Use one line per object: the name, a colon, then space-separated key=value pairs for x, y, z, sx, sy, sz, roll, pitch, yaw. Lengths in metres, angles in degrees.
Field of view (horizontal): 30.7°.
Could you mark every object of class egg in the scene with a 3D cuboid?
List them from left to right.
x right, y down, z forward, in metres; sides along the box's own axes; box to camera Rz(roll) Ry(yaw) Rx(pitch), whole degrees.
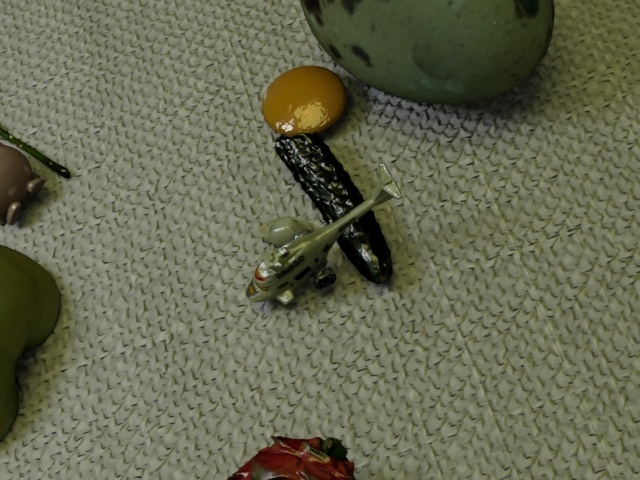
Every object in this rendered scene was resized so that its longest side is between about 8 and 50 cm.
egg: x=0.164 y=-0.388 z=1.799 sx=0.428 sy=0.345 sz=0.345 roll=30 pitch=69 yaw=24

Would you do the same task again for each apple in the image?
apple: x=-0.606 y=0.157 z=1.780 sx=0.360 sy=0.311 sz=0.320 roll=7 pitch=16 yaw=15

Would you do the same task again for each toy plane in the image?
toy plane: x=0.000 y=0.000 z=1.682 sx=0.286 sy=0.108 sz=0.092 roll=-35 pitch=62 yaw=14

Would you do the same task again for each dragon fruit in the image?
dragon fruit: x=-0.046 y=0.365 z=1.460 sx=0.192 sy=0.193 sz=0.274 roll=35 pitch=69 yaw=-2

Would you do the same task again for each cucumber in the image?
cucumber: x=0.032 y=-0.052 z=1.775 sx=0.081 sy=0.072 sz=0.303 roll=-5 pitch=51 yaw=-43

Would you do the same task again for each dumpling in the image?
dumpling: x=-0.052 y=-0.019 z=1.794 sx=0.077 sy=0.043 sz=0.059 roll=-21 pitch=37 yaw=18

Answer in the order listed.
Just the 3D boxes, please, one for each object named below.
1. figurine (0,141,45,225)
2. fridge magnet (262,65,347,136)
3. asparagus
figurine: x=-0.534 y=-0.098 z=1.913 sx=0.138 sy=0.125 sz=0.125 roll=30 pitch=68 yaw=11
fridge magnet: x=-0.026 y=-0.225 z=1.904 sx=0.143 sy=0.063 sz=0.143 roll=-7 pitch=57 yaw=11
asparagus: x=-0.509 y=-0.163 z=1.998 sx=0.233 sy=0.022 sz=0.023 roll=32 pitch=25 yaw=29
